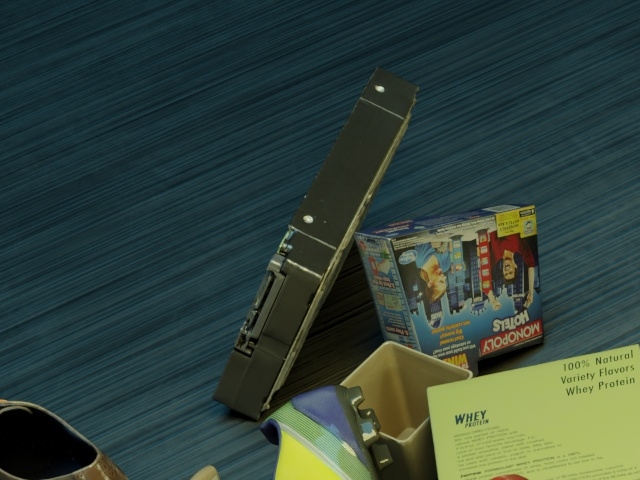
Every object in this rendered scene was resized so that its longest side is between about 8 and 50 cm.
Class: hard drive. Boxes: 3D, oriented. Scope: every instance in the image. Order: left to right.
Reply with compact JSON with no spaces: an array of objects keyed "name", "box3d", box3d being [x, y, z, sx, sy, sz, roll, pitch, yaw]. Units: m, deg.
[{"name":"hard drive","box3d":[0.000,0.000,1.807,0.064,0.237,0.339,26,43,3]}]

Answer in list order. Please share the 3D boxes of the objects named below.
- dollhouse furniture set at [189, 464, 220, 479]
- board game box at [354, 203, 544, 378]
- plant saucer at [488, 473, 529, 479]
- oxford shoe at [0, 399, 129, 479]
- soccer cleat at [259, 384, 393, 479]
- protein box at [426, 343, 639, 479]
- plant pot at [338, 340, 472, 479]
[{"name":"dollhouse furniture set","box3d":[-0.057,0.324,1.402,0.303,0.198,0.286,15,45,35]},{"name":"board game box","box3d":[0.133,0.072,1.719,0.194,0.194,0.060,-12,13,-35]},{"name":"plant saucer","box3d":[0.101,0.295,1.287,0.258,0.047,0.259,-25,38,-11]},{"name":"oxford shoe","box3d":[-0.307,0.196,1.642,0.364,0.132,0.130,16,42,37]},{"name":"soccer cleat","box3d":[0.015,0.251,1.480,0.121,0.093,0.289,-22,45,6]},{"name":"protein box","box3d":[0.209,0.222,1.494,0.200,0.136,0.201,-12,35,6]},{"name":"plant pot","box3d":[0.080,0.178,1.639,0.109,0.096,0.109,19,47,38]}]
